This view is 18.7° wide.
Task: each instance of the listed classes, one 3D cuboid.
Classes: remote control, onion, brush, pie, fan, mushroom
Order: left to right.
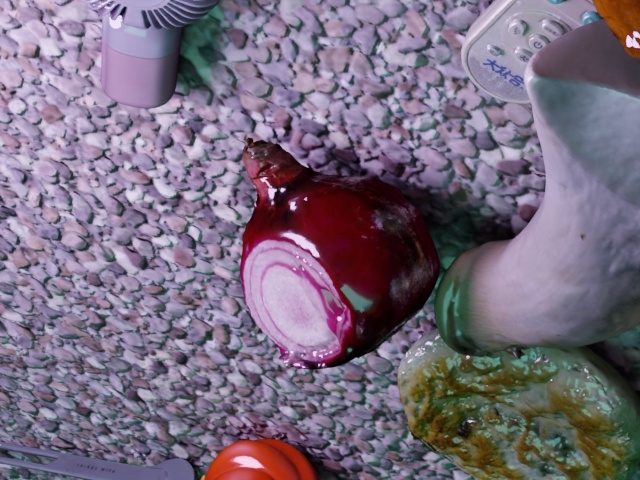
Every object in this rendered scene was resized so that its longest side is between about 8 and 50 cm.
[{"bbox_3d":[-0.244,0.244,2.063,0.266,0.062,0.027,7,146,29],"label":"brush"},{"bbox_3d":[-0.135,-0.184,1.476,0.130,0.074,0.244,12,147,-2],"label":"fan"},{"bbox_3d":[0.011,-0.005,1.578,0.173,0.135,0.198,-20,93,47],"label":"onion"},{"bbox_3d":[0.177,0.153,1.720,0.240,0.054,0.240,16,144,13],"label":"pie"},{"bbox_3d":[0.175,-0.167,1.348,0.078,0.042,0.221,33,141,-10],"label":"remote control"},{"bbox_3d":[0.198,-0.013,1.447,0.177,0.126,0.397,13,147,-1],"label":"mushroom"}]

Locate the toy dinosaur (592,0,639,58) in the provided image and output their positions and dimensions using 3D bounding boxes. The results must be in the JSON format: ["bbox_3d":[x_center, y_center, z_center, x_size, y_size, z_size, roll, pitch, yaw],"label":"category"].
[{"bbox_3d":[0.195,-0.221,1.205,0.432,0.097,0.208,54,130,6],"label":"toy dinosaur"}]

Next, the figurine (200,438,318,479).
[{"bbox_3d":[-0.020,0.334,1.921,0.257,0.208,0.181,42,159,-30],"label":"figurine"}]
